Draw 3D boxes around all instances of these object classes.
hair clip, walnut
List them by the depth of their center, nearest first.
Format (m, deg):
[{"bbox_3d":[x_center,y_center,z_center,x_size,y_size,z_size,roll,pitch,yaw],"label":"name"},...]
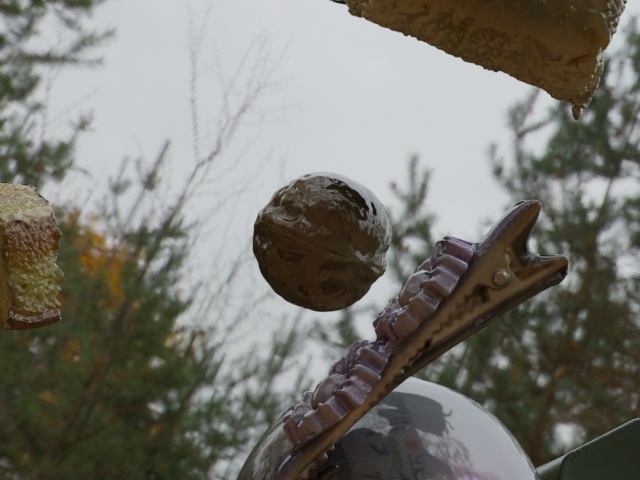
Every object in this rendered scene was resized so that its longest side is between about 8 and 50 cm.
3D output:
[{"bbox_3d":[0.060,0.083,0.859,0.084,0.292,0.106,47,-3,-4],"label":"hair clip"},{"bbox_3d":[0.001,0.000,1.169,0.140,0.140,0.162,42,-11,-37],"label":"walnut"}]

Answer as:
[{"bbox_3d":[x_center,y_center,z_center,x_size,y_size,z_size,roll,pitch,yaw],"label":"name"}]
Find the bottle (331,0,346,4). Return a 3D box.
[{"bbox_3d":[0.131,-0.299,1.202,0.347,0.168,0.168,16,-24,8],"label":"bottle"}]

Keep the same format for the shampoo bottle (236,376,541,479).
[{"bbox_3d":[0.063,0.269,0.948,0.273,0.266,0.273,-7,-52,-9],"label":"shampoo bottle"}]

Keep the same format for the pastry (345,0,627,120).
[{"bbox_3d":[0.141,-0.212,1.031,0.258,0.121,0.089,23,3,-6],"label":"pastry"}]

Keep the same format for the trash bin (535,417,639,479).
[{"bbox_3d":[0.292,0.344,1.276,0.223,0.158,0.343,62,-17,16],"label":"trash bin"}]

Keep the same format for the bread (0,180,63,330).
[{"bbox_3d":[-0.266,0.009,1.005,0.065,0.103,0.187,-2,14,-25],"label":"bread"}]
